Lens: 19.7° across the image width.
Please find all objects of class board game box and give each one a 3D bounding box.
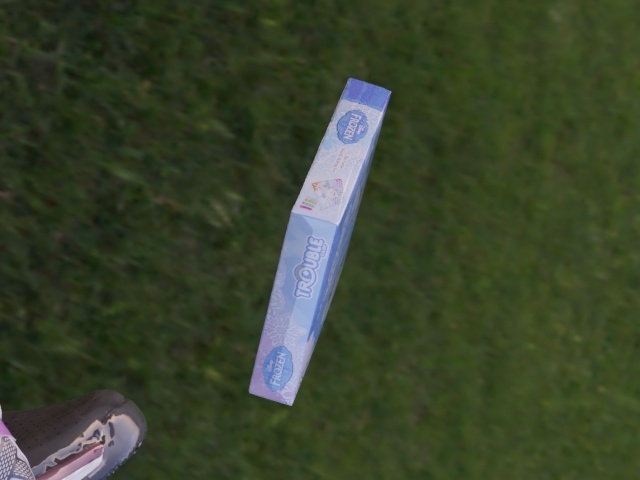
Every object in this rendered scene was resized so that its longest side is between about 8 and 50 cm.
[{"bbox_3d":[0.000,0.000,0.695,0.090,0.020,0.090,-67,173,-50],"label":"board game box"}]

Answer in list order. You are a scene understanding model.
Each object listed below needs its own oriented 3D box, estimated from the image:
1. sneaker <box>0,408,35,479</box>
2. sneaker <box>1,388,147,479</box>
[{"bbox_3d":[-0.091,0.076,0.420,0.038,0.098,0.069,-31,84,-44],"label":"sneaker"},{"bbox_3d":[-0.239,0.100,0.913,0.281,0.106,0.162,-26,94,0],"label":"sneaker"}]
